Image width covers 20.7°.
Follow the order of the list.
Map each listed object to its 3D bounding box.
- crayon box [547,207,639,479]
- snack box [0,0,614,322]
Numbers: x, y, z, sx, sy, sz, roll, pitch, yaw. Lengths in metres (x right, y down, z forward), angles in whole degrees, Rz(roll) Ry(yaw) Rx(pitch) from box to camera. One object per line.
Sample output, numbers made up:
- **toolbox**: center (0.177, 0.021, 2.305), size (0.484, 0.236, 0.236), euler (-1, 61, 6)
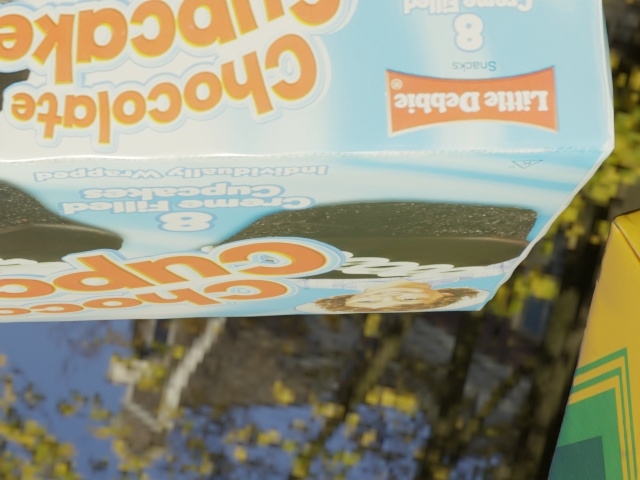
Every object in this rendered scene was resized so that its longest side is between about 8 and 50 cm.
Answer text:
- **crayon box**: center (0.237, 0.056, 0.890), size (0.203, 0.323, 0.083), euler (-17, -126, -15)
- **snack box**: center (-0.100, -0.020, 0.470), size (0.321, 0.060, 0.187), euler (-2, 167, -4)
